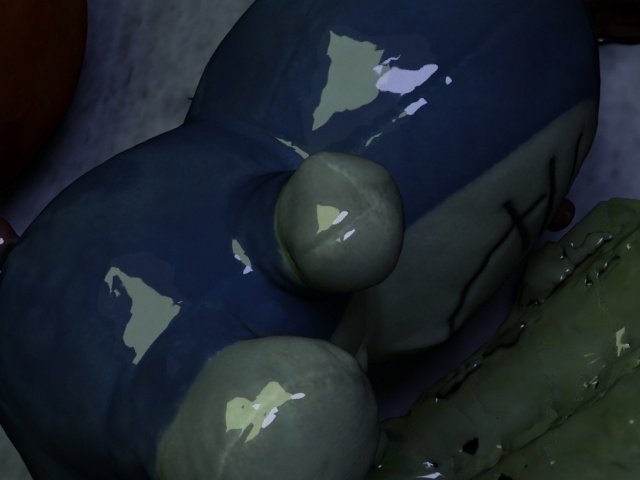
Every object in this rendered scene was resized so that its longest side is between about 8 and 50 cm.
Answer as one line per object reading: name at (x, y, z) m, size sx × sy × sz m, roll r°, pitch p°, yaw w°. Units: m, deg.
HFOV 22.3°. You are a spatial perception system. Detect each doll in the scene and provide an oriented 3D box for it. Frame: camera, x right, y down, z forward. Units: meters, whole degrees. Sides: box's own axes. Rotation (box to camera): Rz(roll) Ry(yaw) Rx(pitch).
doll at (0.000, 0.000, 0.566) m, size 0.258 × 0.228 × 0.154 m, roll -38°, pitch 79°, yaw -29°

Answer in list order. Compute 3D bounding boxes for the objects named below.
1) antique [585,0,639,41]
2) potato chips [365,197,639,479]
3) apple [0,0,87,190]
antique at (0.181, -0.138, 0.602) m, size 0.310 × 0.093 × 0.087 m, roll -4°, pitch 64°, yaw 29°
potato chips at (0.087, 0.177, 0.489) m, size 0.389 × 0.097 × 0.373 m, roll -49°, pitch 53°, yaw 0°
apple at (-0.226, -0.116, 0.757) m, size 0.230 × 0.230 × 0.230 m, roll -14°, pitch 59°, yaw 24°
